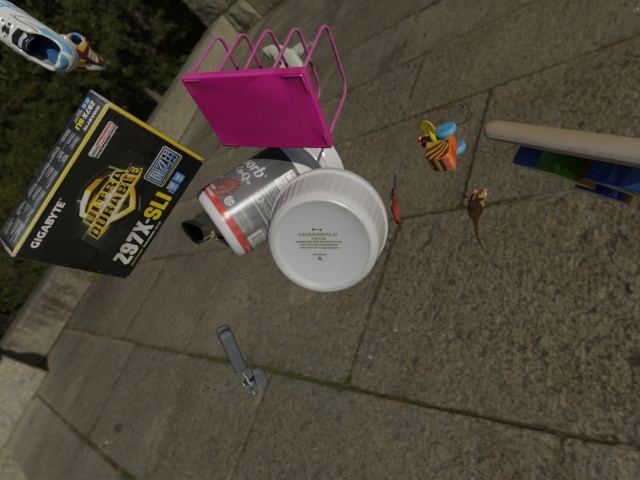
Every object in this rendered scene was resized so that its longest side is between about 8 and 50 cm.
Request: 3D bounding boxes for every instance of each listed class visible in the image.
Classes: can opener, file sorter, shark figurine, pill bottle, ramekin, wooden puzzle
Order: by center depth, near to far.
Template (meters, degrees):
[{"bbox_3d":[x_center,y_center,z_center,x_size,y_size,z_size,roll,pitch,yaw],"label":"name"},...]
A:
[{"bbox_3d":[0.469,-0.095,0.679,0.322,0.348,0.080,40,119,61],"label":"wooden puzzle"},{"bbox_3d":[0.010,-0.010,0.971,0.273,0.273,0.127,-36,15,23],"label":"ramekin"},{"bbox_3d":[-0.109,-0.345,1.007,0.291,0.202,0.182,6,60,23],"label":"file sorter"},{"bbox_3d":[-0.128,-0.137,1.215,0.363,0.210,0.210,-35,30,-10],"label":"pill bottle"},{"bbox_3d":[-0.064,-0.486,1.380,0.166,0.116,0.278,-18,83,18],"label":"shark figurine"},{"bbox_3d":[-0.255,0.395,1.496,0.095,0.283,0.076,-25,27,-19],"label":"can opener"}]

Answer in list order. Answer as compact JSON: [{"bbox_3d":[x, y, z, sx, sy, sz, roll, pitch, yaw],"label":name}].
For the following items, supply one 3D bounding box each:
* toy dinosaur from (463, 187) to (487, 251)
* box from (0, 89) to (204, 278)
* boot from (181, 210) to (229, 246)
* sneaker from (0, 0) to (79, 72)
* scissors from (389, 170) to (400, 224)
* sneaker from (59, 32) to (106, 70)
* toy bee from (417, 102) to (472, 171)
[{"bbox_3d":[0.430,-0.076,1.249,0.064,0.211,0.112,0,51,20],"label":"toy dinosaur"},{"bbox_3d":[-0.418,-0.091,0.894,0.079,0.257,0.322,35,93,26],"label":"box"},{"bbox_3d":[-0.378,-0.018,1.602,0.077,0.213,0.165,-56,-1,18],"label":"boot"},{"bbox_3d":[-0.629,-0.434,0.932,0.085,0.237,0.086,-59,15,13],"label":"sneaker"},{"bbox_3d":[0.239,-0.164,1.477,0.021,0.297,0.109,-10,56,6],"label":"scissors"},{"bbox_3d":[-0.583,-0.465,1.104,0.185,0.069,0.084,-101,17,-66],"label":"sneaker"},{"bbox_3d":[0.395,-0.316,1.482,0.162,0.195,0.298,-13,16,41],"label":"toy bee"}]
